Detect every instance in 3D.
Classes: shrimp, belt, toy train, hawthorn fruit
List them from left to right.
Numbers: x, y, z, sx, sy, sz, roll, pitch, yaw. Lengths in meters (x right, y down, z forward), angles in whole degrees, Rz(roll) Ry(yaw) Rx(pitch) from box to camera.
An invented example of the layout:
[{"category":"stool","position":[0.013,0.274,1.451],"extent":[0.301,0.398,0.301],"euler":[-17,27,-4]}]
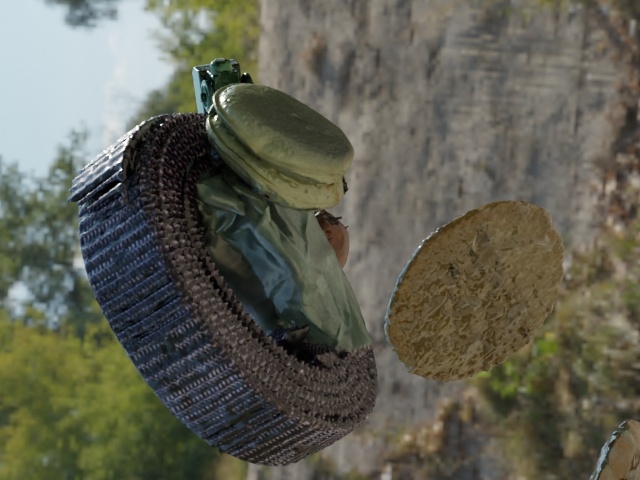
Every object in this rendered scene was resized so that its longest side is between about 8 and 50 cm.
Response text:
[{"category":"toy train","position":[-0.112,-0.139,1.554],"extent":[0.099,0.070,0.172],"euler":[-133,33,-61]},{"category":"belt","position":[-0.073,0.040,1.137],"extent":[0.325,0.122,0.260],"euler":[56,-152,-4]},{"category":"hawthorn fruit","position":[0.000,0.000,1.636],"extent":[0.081,0.081,0.093],"euler":[-84,9,-62]},{"category":"shrimp","position":[0.259,0.317,1.235],"extent":[0.164,0.062,0.316],"euler":[46,-120,-52]}]

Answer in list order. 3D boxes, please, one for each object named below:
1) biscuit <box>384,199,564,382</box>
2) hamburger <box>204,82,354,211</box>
[{"category":"biscuit","position":[0.161,0.053,1.321],"extent":[0.033,0.220,0.219],"euler":[45,140,48]},{"category":"hamburger","position":[-0.037,-0.081,1.123],"extent":[0.062,0.140,0.133],"euler":[-62,-3,25]}]
